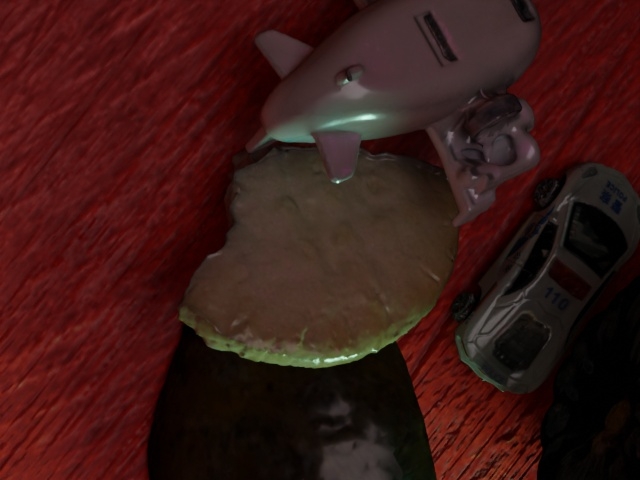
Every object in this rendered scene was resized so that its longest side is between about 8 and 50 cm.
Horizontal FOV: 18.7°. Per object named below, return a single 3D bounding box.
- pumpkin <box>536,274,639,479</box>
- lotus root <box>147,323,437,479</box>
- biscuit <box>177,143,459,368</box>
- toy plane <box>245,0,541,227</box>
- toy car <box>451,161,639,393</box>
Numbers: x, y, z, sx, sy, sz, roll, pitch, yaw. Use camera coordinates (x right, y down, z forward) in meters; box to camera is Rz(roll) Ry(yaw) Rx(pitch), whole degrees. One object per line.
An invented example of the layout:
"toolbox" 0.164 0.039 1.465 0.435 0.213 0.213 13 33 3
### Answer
"pumpkin" 0.322 0.170 1.486 0.266 0.363 0.363 17 94 -14
"lotus root" -0.011 0.204 1.481 0.210 0.142 0.314 -21 105 -15
"biscuit" 0.000 0.000 1.456 0.265 0.040 0.188 -31 79 -32
"toy plane" 0.060 -0.129 1.449 0.252 0.118 0.252 8 69 -20
"toy car" 0.188 0.028 1.571 0.095 0.056 0.205 38 86 -21
